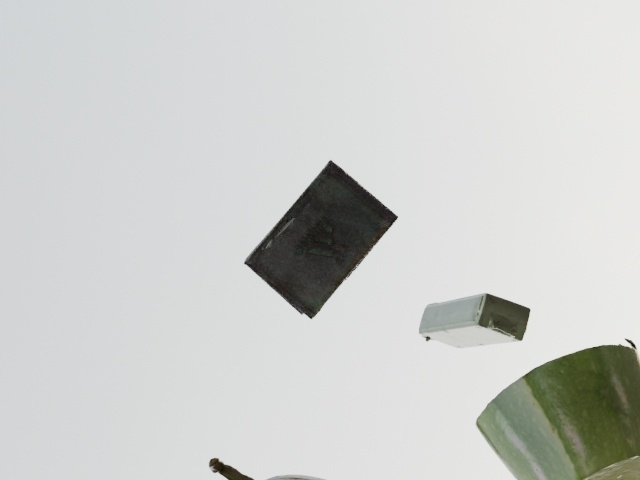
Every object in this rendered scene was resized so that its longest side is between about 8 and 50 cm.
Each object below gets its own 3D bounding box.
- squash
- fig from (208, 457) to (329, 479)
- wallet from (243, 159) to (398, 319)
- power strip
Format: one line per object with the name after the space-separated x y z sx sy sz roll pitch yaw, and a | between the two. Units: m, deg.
0.240 0.177 1.193 0.170 0.170 0.123 6 -135 -39 | squash
-0.043 0.367 1.652 0.202 0.149 0.148 20 -170 22 | fig
0.000 0.000 1.553 0.111 0.166 0.030 40 -176 -8 | wallet
0.211 0.113 1.807 0.078 0.272 0.052 20 -102 -11 | power strip
